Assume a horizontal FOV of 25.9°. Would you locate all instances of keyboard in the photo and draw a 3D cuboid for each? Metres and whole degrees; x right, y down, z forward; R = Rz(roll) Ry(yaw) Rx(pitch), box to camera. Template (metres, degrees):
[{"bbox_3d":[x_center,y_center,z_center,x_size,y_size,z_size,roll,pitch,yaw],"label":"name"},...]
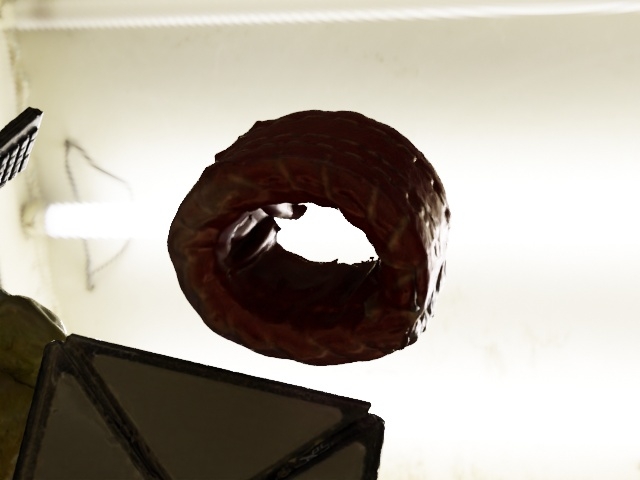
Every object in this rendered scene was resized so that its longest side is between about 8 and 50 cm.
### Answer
[{"bbox_3d":[-0.344,-0.004,1.170,0.018,0.310,0.101,39,-38,4],"label":"keyboard"}]

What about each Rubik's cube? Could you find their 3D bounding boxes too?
[{"bbox_3d":[-0.115,0.247,1.027,0.255,0.260,0.259,16,-33,-8],"label":"Rubik's cube"}]

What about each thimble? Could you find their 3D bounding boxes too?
[{"bbox_3d":[-0.006,-0.004,0.991,0.189,0.125,0.163,8,-63,12],"label":"thimble"}]

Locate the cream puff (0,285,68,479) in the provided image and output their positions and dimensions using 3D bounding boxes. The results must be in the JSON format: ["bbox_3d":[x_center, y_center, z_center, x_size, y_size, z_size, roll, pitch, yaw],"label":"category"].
[{"bbox_3d":[-0.395,0.182,1.383,0.324,0.257,0.291,24,-38,-9],"label":"cream puff"}]
